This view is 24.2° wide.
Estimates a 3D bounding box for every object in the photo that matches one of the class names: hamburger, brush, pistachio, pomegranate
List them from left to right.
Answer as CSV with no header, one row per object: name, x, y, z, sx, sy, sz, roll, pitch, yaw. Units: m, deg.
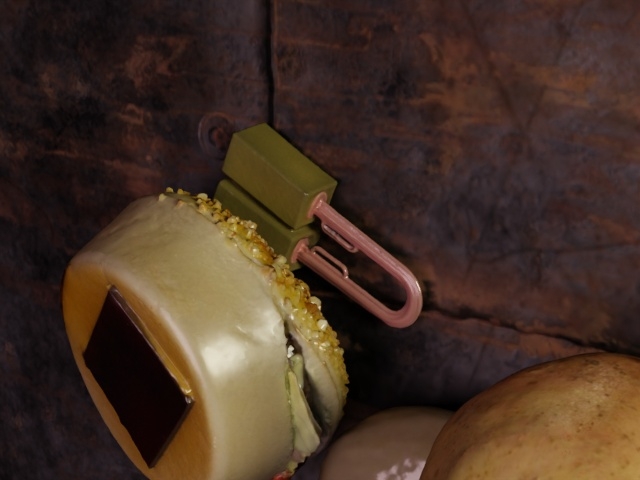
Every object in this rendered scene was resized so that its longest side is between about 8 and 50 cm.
hamburger,-0.106,0.095,1.360,0.302,0.170,0.302,36,140,37
brush,0.000,0.000,1.352,0.233,0.047,0.103,39,127,25
pistachio,0.081,0.205,1.295,0.185,0.124,0.124,-19,90,40
pomegranate,0.216,0.235,1.069,0.322,0.322,0.322,13,111,37
